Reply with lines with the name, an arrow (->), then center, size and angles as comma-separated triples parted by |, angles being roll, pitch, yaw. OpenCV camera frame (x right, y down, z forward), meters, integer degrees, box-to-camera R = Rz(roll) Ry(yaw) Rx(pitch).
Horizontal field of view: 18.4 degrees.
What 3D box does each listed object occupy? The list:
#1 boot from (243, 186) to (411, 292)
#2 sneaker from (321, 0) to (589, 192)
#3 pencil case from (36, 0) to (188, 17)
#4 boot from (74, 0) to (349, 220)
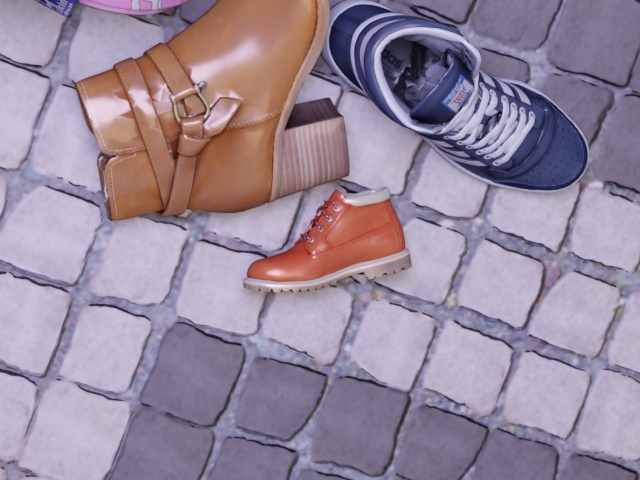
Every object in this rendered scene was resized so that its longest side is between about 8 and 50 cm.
boot -> 0.000, 0.000, 1.755 | 0.158, 0.059, 0.084 | -15, 102, -21
sneaker -> 0.135, -0.112, 1.715 | 0.282, 0.153, 0.099 | 29, 93, -19
pencil case -> -0.144, -0.369, 1.521 | 0.167, 0.160, 0.386 | -10, 123, -47
boot -> -0.103, -0.158, 1.677 | 0.220, 0.109, 0.283 | -11, 111, -9
